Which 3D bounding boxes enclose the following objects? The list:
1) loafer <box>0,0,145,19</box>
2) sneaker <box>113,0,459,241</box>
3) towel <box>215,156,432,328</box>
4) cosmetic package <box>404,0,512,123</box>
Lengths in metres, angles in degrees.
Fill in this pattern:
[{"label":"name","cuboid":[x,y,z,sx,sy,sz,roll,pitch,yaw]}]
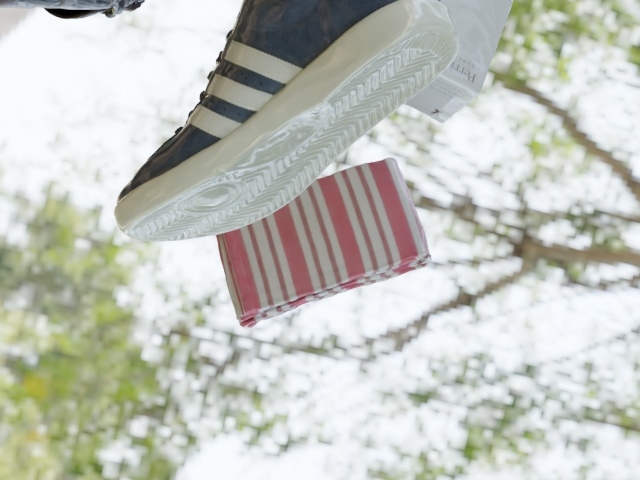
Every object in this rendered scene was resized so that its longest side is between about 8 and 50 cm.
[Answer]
[{"label":"loafer","cuboid":[-0.154,-0.173,1.141,0.095,0.109,0.302,-60,177,3]},{"label":"sneaker","cuboid":[-0.046,-0.130,1.596,0.350,0.131,0.148,-34,-115,27]},{"label":"towel","cuboid":[0.000,0.000,1.895,0.029,0.197,0.144,70,3,-49]},{"label":"cosmetic package","cuboid":[0.120,-0.242,1.862,0.085,0.117,0.231,-38,-151,60]}]
